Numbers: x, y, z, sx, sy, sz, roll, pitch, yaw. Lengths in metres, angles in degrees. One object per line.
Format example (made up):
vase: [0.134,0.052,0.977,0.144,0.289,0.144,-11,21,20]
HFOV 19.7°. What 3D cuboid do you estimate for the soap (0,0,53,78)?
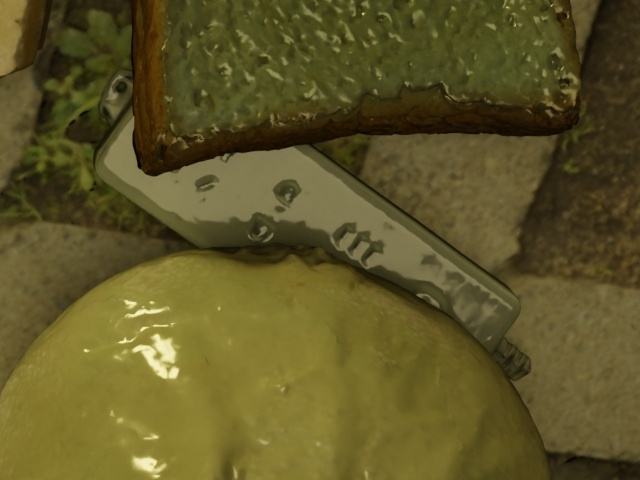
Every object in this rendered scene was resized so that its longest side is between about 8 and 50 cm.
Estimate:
soap: [-0.233,-0.204,1.124,0.160,0.080,0.257,11,97,-8]

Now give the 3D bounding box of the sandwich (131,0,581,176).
sandwich: [0.014,-0.175,1.123,0.273,0.095,0.249,-6,86,-15]

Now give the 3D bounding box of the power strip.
power strip: [0.000,0.000,1.195,0.338,0.058,0.098,35,93,-11]

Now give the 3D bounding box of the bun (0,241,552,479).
bun: [-0.032,0.186,1.096,0.364,0.202,0.364,-2,101,-8]
